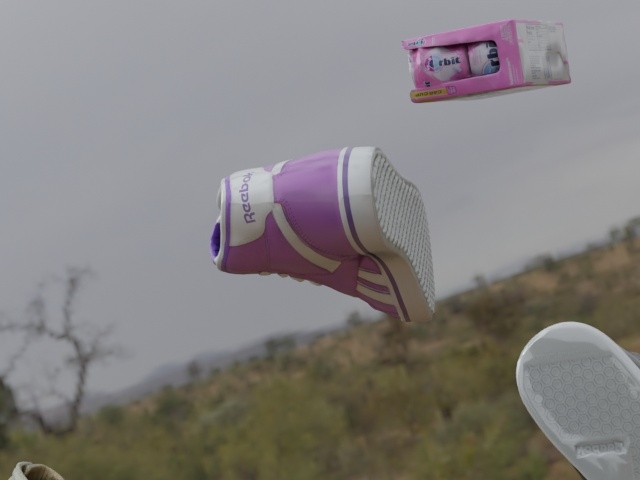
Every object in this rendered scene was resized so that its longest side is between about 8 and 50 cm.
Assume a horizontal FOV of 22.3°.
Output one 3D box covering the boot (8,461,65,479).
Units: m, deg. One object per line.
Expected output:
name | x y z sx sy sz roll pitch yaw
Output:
boot | -0.286 0.285 1.502 0.077 0.165 0.213 26 -5 -9

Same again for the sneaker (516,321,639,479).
sneaker | 0.250 0.182 1.099 0.104 0.296 0.147 -37 -15 16

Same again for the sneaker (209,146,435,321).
sneaker | 0.000 -0.001 1.319 0.161 0.102 0.282 -8 -24 15

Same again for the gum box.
gum box | 0.157 -0.167 1.520 0.107 0.062 0.188 -8 2 23
